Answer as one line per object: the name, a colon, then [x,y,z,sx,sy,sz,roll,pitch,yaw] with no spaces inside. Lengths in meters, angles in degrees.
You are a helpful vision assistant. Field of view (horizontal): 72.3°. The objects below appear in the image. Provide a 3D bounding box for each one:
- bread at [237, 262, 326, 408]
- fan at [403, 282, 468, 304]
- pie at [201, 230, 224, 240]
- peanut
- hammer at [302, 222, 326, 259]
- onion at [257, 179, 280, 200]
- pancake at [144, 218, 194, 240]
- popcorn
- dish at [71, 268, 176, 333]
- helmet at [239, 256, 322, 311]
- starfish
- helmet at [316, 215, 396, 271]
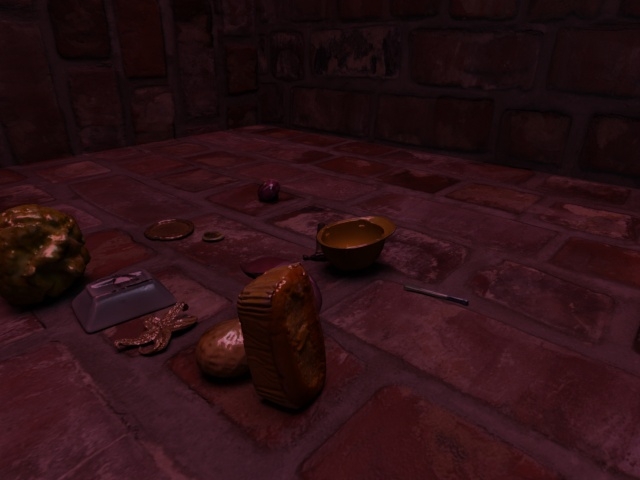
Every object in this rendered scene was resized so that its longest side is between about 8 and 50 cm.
bread: [-0.072,0.194,0.890,0.119,0.288,0.152,1,22,26]
fan: [0.340,0.156,1.292,0.193,0.016,0.038,14,25,27]
pie: [-0.405,-0.016,1.656,0.085,0.017,0.085,0,25,0]
peanut: [-0.204,0.241,0.990,0.159,0.109,0.140,-25,22,-22]
hammer: [0.000,-0.001,1.620,0.125,0.027,0.297,0,24,0]
onion: [-0.239,-0.231,2.053,0.104,0.115,0.115,39,5,-31]
pancake: [-0.591,-0.044,1.711,0.199,0.021,0.199,-1,25,0]
popcorn: [-0.811,0.028,1.245,0.247,0.282,0.282,-21,31,-20]
dish: [-0.553,0.147,1.224,0.243,0.080,0.182,-18,30,-36]
helmet: [-0.087,0.126,1.110,0.154,0.198,0.253,-28,40,-2]
starfish: [-0.410,0.218,1.101,0.210,0.053,0.150,-20,27,-34]
helmet: [0.117,0.026,1.424,0.257,0.140,0.205,-13,28,-14]
